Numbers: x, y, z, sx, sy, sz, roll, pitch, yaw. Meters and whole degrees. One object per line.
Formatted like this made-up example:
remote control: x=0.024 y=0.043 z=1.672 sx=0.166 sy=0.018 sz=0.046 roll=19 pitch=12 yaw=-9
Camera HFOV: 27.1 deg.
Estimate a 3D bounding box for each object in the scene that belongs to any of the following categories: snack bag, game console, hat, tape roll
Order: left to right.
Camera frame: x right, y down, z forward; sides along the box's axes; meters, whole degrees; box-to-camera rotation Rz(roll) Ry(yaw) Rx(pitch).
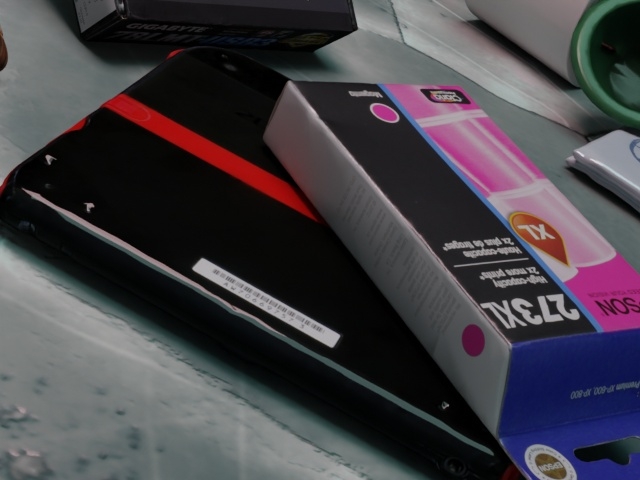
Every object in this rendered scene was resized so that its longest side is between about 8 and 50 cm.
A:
game console: x=0.000 y=0.000 z=0.975 sx=0.386 sy=0.060 sz=0.342 roll=28 pitch=32 yaw=5
tape roll: x=0.314 y=-0.328 z=1.589 sx=0.169 sy=0.246 sz=0.246 roll=42 pitch=31 yaw=25
hat: x=0.363 y=-0.174 z=1.530 sx=0.208 sy=0.183 sz=0.173 roll=-17 pitch=73 yaw=-12
snack bag: x=0.459 y=-0.025 z=1.415 sx=0.342 sy=0.037 sz=0.323 roll=37 pitch=30 yaw=19

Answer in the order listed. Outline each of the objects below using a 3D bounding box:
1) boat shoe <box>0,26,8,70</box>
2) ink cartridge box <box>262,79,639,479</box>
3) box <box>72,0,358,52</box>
boat shoe: x=-0.296 y=-0.187 z=1.037 sx=0.178 sy=0.064 sz=0.060 roll=51 pitch=6 yaw=37
ink cartridge box: x=0.122 y=0.018 z=0.925 sx=0.175 sy=0.069 sz=0.371 roll=-3 pitch=44 yaw=-38
box: x=-0.115 y=-0.327 z=1.233 sx=0.295 sy=0.073 sz=0.293 roll=-5 pitch=82 yaw=-45
